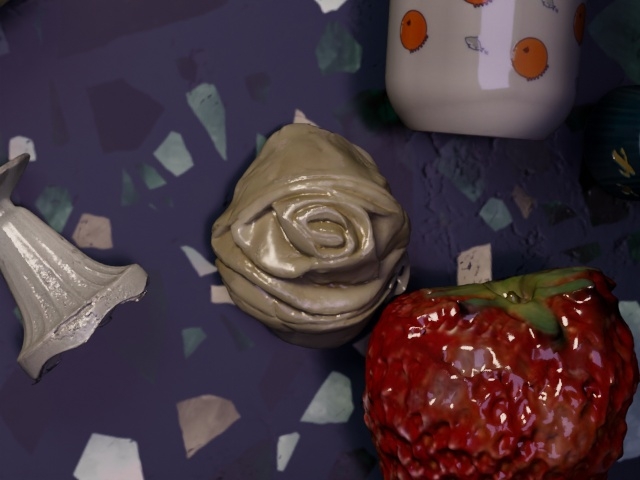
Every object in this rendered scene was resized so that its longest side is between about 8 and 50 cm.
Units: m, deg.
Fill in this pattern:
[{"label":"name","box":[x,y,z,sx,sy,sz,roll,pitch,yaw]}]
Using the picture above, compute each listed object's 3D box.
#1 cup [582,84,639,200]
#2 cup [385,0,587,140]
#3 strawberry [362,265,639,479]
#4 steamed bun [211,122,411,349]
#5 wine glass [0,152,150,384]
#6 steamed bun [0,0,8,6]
[{"label":"cup","box":[0.384,-0.091,1.971,0.131,0.155,0.176,-45,98,-5]},{"label":"cup","box":[0.176,-0.267,1.895,0.212,0.212,0.317,4,93,-10]},{"label":"strawberry","box":[0.187,0.187,1.892,0.291,0.292,0.310,-4,86,-10]},{"label":"steamed bun","box":[0.002,0.002,1.912,0.211,0.144,0.218,37,87,-11]},{"label":"wine glass","box":[-0.289,0.023,1.857,0.165,0.165,0.196,-39,95,-6]},{"label":"steamed bun","box":[-0.507,-0.322,1.656,0.456,0.290,0.371,-27,56,-12]}]
